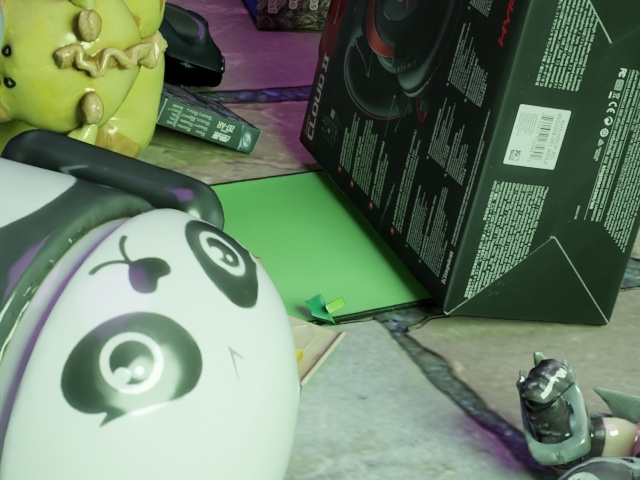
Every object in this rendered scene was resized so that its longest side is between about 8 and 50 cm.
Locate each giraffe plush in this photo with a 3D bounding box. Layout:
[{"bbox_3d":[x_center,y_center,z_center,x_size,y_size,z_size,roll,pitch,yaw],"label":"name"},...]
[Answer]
[{"bbox_3d":[-0.151,-0.108,0.999,0.210,0.181,0.170,-23,18,11],"label":"giraffe plush"}]

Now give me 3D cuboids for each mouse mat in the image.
[{"bbox_3d":[0.000,0.000,1.046,0.152,0.007,0.189,-9,29,-30],"label":"mouse mat"}]

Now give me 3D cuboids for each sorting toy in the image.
[{"bbox_3d":[-0.019,0.046,0.921,0.062,0.012,0.083,14,32,19],"label":"sorting toy"}]

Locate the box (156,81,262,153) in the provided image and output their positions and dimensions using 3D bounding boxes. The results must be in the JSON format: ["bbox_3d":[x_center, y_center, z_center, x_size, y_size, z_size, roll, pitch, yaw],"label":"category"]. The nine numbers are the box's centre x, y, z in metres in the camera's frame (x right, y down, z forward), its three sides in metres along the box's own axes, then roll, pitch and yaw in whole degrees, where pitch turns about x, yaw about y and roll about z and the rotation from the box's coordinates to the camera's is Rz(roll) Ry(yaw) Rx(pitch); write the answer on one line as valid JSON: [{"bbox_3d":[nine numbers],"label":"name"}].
[{"bbox_3d":[-0.090,-0.087,1.165,0.083,0.018,0.067,16,13,-41],"label":"box"}]

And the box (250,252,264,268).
[{"bbox_3d":[-0.157,0.025,0.920,0.225,0.036,0.136,-19,34,-41],"label":"box"}]

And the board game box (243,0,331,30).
[{"bbox_3d":[0.073,-0.281,1.522,0.291,0.141,0.232,1,25,-12],"label":"board game box"}]

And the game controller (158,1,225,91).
[{"bbox_3d":[-0.228,-0.166,1.262,0.319,0.067,0.166,17,12,24],"label":"game controller"}]

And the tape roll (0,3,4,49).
[{"bbox_3d":[-0.271,-0.082,0.919,0.219,0.219,0.072,35,-5,47],"label":"tape roll"}]

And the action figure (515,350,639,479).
[{"bbox_3d":[0.143,0.106,0.731,0.185,0.099,0.285,2,12,38],"label":"action figure"}]

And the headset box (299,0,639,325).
[{"bbox_3d":[0.092,-0.111,1.044,0.110,0.218,0.293,5,22,-22],"label":"headset box"}]

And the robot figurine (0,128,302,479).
[{"bbox_3d":[-0.145,0.047,0.697,0.278,0.209,0.173,15,-4,20],"label":"robot figurine"}]
